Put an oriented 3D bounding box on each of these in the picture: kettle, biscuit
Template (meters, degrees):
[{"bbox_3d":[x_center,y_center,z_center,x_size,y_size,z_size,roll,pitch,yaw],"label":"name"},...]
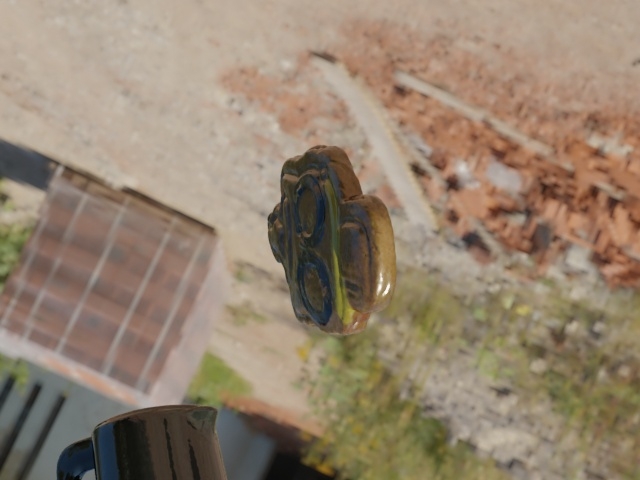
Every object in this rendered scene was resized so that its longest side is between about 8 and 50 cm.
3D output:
[{"bbox_3d":[-0.229,0.408,1.958,0.203,0.308,0.262,1,157,-34],"label":"kettle"},{"bbox_3d":[0.000,0.000,1.518,0.041,0.208,0.290,-8,-173,-25],"label":"biscuit"}]
